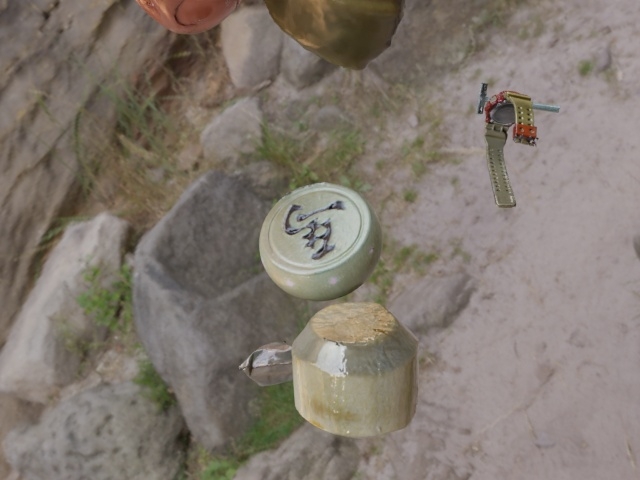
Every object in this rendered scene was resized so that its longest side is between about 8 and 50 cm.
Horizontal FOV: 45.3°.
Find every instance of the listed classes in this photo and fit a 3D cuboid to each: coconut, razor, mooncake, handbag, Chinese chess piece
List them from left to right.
[{"bbox_3d":[-0.115,0.323,2.016,0.182,0.270,0.117,-2,82,-2],"label":"handbag"},{"bbox_3d":[0.000,0.000,1.540,0.250,0.101,0.250,-8,54,10],"label":"Chinese chess piece"},{"bbox_3d":[0.079,-0.557,1.596,0.393,0.246,0.394,-18,63,-25],"label":"mooncake"},{"bbox_3d":[0.087,0.308,1.757,0.323,0.323,0.323,-28,36,23],"label":"coconut"},{"bbox_3d":[0.510,-0.353,1.981,0.211,0.084,0.036,13,20,22],"label":"razor"}]

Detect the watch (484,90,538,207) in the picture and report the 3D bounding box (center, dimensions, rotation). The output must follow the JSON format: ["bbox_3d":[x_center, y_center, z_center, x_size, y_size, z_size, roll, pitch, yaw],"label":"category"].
[{"bbox_3d":[0.434,-0.220,1.750,0.165,0.102,0.268,109,167,-48],"label":"watch"}]

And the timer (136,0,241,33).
[{"bbox_3d":[-0.252,-0.508,1.437,0.215,0.230,0.229,-46,32,-17],"label":"timer"}]
